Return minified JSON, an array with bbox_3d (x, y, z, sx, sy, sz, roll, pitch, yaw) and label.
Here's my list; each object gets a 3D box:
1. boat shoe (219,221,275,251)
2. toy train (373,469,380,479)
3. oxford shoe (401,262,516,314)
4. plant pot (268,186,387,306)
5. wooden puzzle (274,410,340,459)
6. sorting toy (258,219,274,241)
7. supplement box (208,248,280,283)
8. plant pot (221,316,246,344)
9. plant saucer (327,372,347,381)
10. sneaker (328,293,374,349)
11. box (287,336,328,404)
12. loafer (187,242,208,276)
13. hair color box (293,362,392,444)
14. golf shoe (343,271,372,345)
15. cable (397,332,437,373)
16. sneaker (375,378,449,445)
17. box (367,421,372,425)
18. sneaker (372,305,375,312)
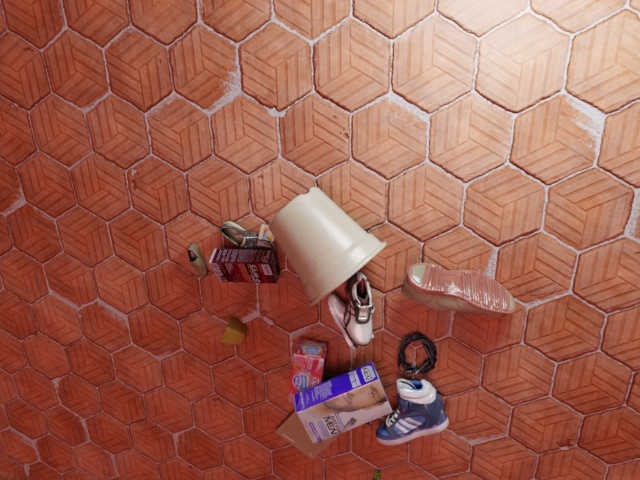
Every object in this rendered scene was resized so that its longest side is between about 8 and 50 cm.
[{"bbox_3d":[-0.283,0.001,1.551,0.223,0.073,0.080,27,110,1],"label":"boat shoe"},{"bbox_3d":[0.254,1.071,1.849,0.023,0.017,0.083,17,112,17],"label":"toy train"},{"bbox_3d":[0.482,0.188,1.447,0.396,0.141,0.147,18,143,1],"label":"oxford shoe"},{"bbox_3d":[0.000,0.000,1.383,0.333,0.334,0.306,-40,86,22],"label":"plant pot"},{"bbox_3d":[-0.059,0.859,1.831,0.221,0.044,0.239,38,117,-3],"label":"wooden puzzle"},{"bbox_3d":[-0.196,-0.041,1.535,0.061,0.012,0.084,11,97,-23],"label":"sorting toy"},{"bbox_3d":[-0.287,0.099,1.562,0.239,0.073,0.130,0,139,12],"label":"supplement box"},{"bbox_3d":[-0.356,0.385,1.704,0.083,0.081,0.081,22,113,-8],"label":"plant pot"},{"bbox_3d":[0.128,0.649,1.714,0.240,0.037,0.241,4,110,10],"label":"plant saucer"},{"bbox_3d":[0.112,0.297,1.561,0.094,0.090,0.235,-30,96,19],"label":"sneaker"},{"bbox_3d":[-0.051,0.544,1.668,0.128,0.123,0.257,11,111,8],"label":"box"},{"bbox_3d":[-0.501,0.085,1.641,0.056,0.050,0.148,-17,105,17],"label":"loafer"},{"bbox_3d":[0.087,0.634,1.587,0.338,0.110,0.185,-23,113,-1],"label":"hair color box"},{"bbox_3d":[0.139,0.249,1.472,0.105,0.120,0.273,-6,86,-9],"label":"golf shoe"},{"bbox_3d":[0.377,0.444,1.582,0.150,0.047,0.185,7,110,10],"label":"cable"},{"bbox_3d":[0.328,0.668,1.642,0.322,0.130,0.237,-26,93,24],"label":"sneaker"},{"bbox_3d":[0.188,0.724,1.698,0.067,0.018,0.083,13,111,7],"label":"box"},{"bbox_3d":[0.174,0.272,1.573,0.083,0.031,0.035,-39,97,21],"label":"sneaker"}]
